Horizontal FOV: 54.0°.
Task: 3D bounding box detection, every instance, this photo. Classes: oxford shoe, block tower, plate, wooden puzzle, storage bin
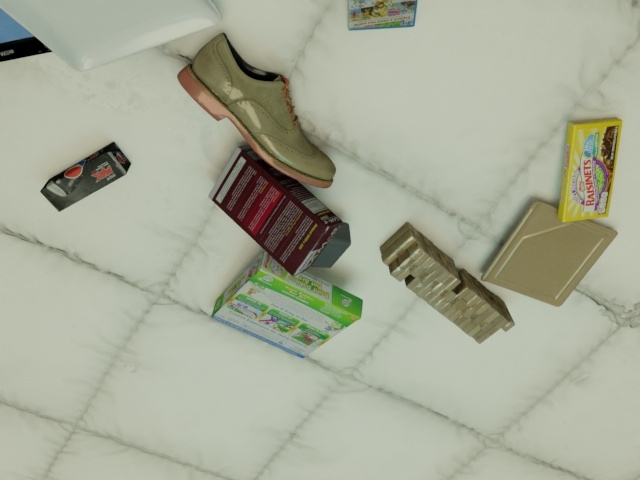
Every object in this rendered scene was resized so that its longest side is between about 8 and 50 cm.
[{"bbox_3d":[-0.085,-0.228,1.147,0.348,0.123,0.130,36,109,-24],"label":"oxford shoe"},{"bbox_3d":[0.282,0.103,1.393,0.335,0.091,0.097,36,115,-22],"label":"block tower"},{"bbox_3d":[-0.323,-0.378,0.961,0.277,0.045,0.278,-18,165,7],"label":"plate"},{"bbox_3d":[0.501,0.030,1.389,0.239,0.044,0.221,17,120,-18],"label":"wooden puzzle"},{"bbox_3d":[0.000,0.000,1.312,0.091,0.098,0.135,10,145,-23],"label":"storage bin"}]

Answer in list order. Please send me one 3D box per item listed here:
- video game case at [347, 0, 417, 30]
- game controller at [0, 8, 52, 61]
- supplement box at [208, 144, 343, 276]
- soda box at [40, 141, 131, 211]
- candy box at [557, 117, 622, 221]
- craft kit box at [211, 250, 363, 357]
[{"bbox_3d":[0.106,-0.427,1.051,0.119,0.015,0.166,-4,146,-1],"label":"video game case"},{"bbox_3d":[-0.482,-0.396,1.050,0.319,0.067,0.166,-10,122,4],"label":"game controller"},{"bbox_3d":[-0.089,-0.061,1.209,0.239,0.073,0.130,43,117,13],"label":"supplement box"},{"bbox_3d":[-0.460,-0.124,1.232,0.169,0.053,0.060,-27,120,13],"label":"soda box"},{"bbox_3d":[0.541,-0.139,1.265,0.105,0.027,0.206,-6,115,-6],"label":"candy box"},{"bbox_3d":[-0.078,0.150,1.379,0.250,0.061,0.246,28,141,-19],"label":"craft kit box"}]
